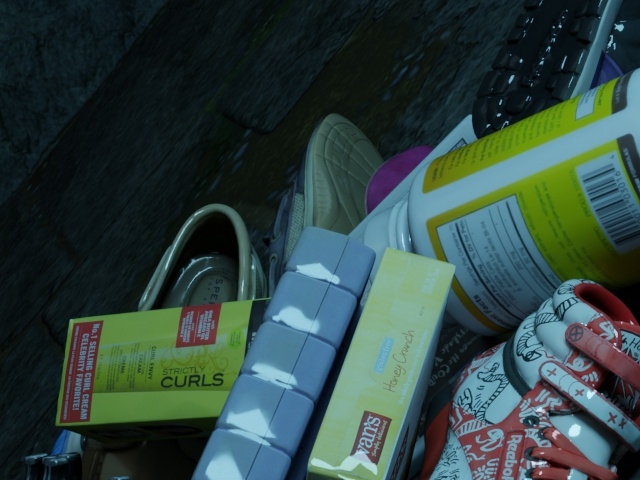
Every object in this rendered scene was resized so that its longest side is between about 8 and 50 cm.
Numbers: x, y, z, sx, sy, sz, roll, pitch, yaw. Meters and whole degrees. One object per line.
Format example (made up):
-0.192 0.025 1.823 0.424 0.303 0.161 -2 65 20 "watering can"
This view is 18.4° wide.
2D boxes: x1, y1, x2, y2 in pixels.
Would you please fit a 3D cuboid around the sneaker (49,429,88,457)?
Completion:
-0.196 0.213 1.591 0.147 0.130 0.330 -27 29 47 "sneaker"

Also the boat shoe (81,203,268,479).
-0.118 0.125 1.488 0.110 0.122 0.341 88 -169 -53 "boat shoe"

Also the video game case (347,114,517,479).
0.078 0.038 1.310 0.190 0.022 0.173 -45 49 17 "video game case"

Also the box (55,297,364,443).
-0.077 0.090 1.360 0.232 0.058 0.087 -6 69 37 "box"

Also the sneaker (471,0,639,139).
0.214 -0.154 1.305 0.107 0.124 0.283 25 82 55 "sneaker"

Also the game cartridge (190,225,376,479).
-0.050 0.181 1.181 0.355 0.068 0.230 107 -178 -53 "game cartridge"

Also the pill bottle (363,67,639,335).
0.135 -0.015 1.187 0.215 0.117 0.117 -23 30 30 "pill bottle"

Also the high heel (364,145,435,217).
0.085 -0.002 1.441 0.117 0.082 0.244 -17 25 31 "high heel"

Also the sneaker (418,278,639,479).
0.121 0.122 1.056 0.145 0.090 0.270 -45 16 25 "sneaker"

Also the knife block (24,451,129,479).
-0.221 0.287 1.373 0.275 0.088 0.242 -49 47 16 "knife block"

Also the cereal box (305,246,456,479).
0.022 0.146 1.126 0.240 0.047 0.173 99 -171 -45 "cereal box"

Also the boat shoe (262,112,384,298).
0.000 0.000 1.587 0.092 0.103 0.285 -36 28 25 "boat shoe"
